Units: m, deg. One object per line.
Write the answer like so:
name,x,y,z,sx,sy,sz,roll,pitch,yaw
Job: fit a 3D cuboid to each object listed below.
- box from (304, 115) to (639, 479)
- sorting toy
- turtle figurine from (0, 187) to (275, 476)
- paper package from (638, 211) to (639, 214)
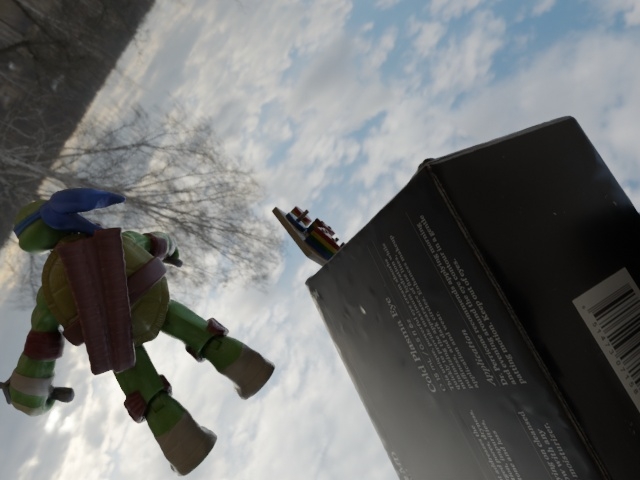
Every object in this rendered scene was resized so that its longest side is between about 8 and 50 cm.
box,0.170,0.118,0.439,0.343,0.179,0.312,64,-26,11
sorting toy,0.000,0.000,0.760,0.046,0.132,0.274,-46,-130,9
turtle figurine,-0.200,0.092,0.449,0.275,0.266,0.198,-40,-174,24
paper package,0.489,0.046,0.351,0.168,0.325,0.309,108,-35,-60
